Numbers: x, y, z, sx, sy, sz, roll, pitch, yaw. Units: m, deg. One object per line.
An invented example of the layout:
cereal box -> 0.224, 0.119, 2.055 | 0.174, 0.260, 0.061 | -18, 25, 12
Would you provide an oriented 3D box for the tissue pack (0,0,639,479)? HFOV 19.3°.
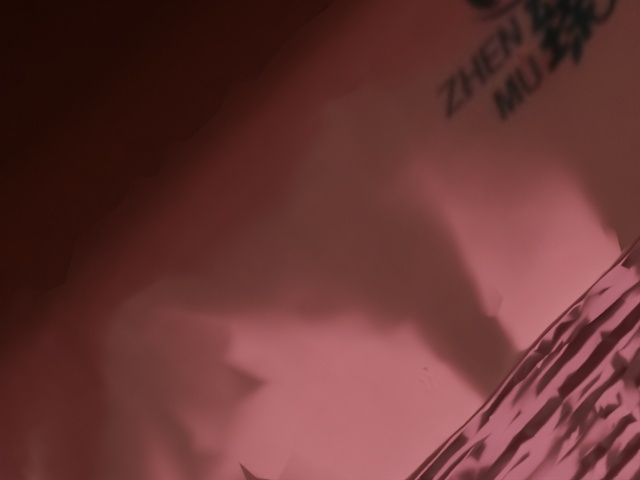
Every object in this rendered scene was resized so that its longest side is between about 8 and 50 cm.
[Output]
tissue pack -> 0.000, -0.043, 0.530 | 0.380, 0.207, 0.297 | -47, -151, -18
